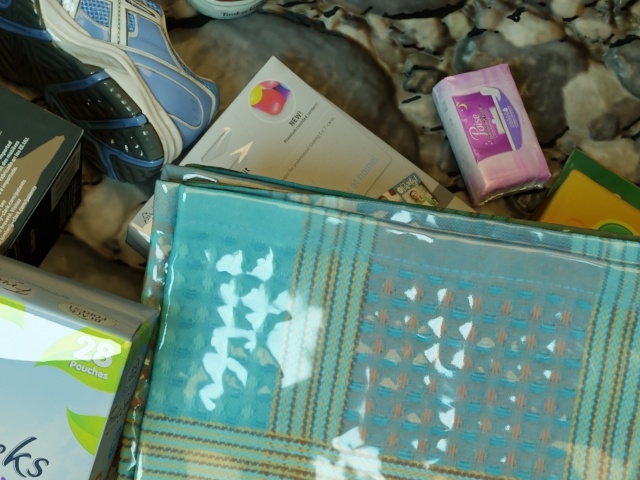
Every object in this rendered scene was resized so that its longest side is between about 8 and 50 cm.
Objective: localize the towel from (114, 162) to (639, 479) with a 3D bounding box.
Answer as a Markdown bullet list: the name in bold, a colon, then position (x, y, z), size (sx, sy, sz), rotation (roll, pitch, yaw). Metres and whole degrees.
- **towel**: position (0.025, 0.161, 0.733), size (0.271, 0.040, 0.370), rotation (8, 91, 2)

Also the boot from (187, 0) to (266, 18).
- **boot**: position (-0.084, -0.276, 0.867), size (0.088, 0.176, 0.244), rotation (-23, 76, -15)

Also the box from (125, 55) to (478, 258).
- **box**: position (0.000, 0.000, 0.866), size (0.186, 0.038, 0.145), rotation (37, 69, 2)

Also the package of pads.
- **package of pads**: position (0.107, -0.066, 0.910), size (0.050, 0.032, 0.083), rotation (-15, 75, -16)

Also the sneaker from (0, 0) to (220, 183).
- **sneaker**: position (-0.147, -0.127, 0.869), size (0.211, 0.080, 0.081), rotation (50, 49, 7)

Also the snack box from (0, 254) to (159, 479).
- **snack box**: position (-0.194, 0.106, 0.705), size (0.174, 0.070, 0.207), rotation (18, 101, 2)

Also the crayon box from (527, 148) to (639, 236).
- **crayon box**: position (0.168, 0.104, 0.841), size (0.202, 0.081, 0.318), rotation (32, 69, 1)

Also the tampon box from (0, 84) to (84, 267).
- **tampon box**: position (-0.224, -0.039, 0.791), size (0.161, 0.120, 0.101), rotation (30, 70, -1)

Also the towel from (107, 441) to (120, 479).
- **towel**: position (-0.143, 0.150, 0.797), size (0.144, 0.029, 0.197), rotation (-7, 76, -13)
